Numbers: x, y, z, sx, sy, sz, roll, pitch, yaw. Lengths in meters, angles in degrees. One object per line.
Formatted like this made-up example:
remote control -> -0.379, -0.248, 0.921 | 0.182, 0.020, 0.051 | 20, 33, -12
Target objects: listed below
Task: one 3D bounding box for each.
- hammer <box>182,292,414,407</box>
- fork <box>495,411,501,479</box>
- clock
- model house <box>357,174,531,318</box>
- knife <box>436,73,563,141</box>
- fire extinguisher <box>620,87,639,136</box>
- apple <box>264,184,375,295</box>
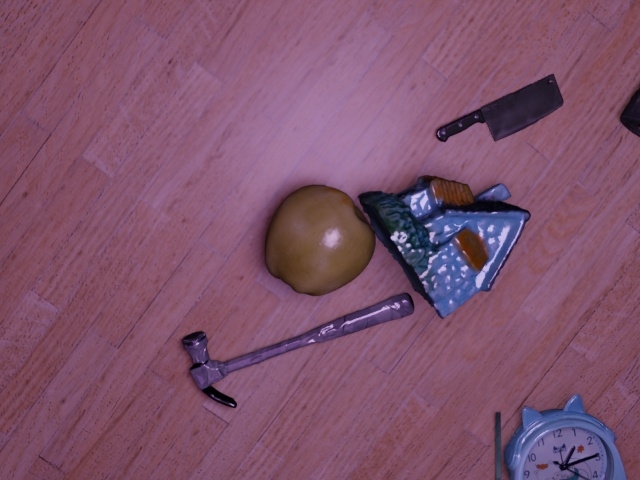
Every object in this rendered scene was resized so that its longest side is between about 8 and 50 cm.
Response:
hammer -> -0.032, 0.175, 1.433 | 0.427, 0.044, 0.152 | -21, 101, -2
fork -> 0.346, 0.442, 1.521 | 0.039, 0.021, 0.235 | -4, 97, -9
clock -> 0.460, 0.427, 1.494 | 0.224, 0.094, 0.274 | -12, 97, -4
model house -> 0.223, -0.034, 1.314 | 0.241, 0.261, 0.226 | -31, 101, 1
knife -> 0.327, -0.221, 1.420 | 0.245, 0.019, 0.072 | -24, 101, -3
fire extinguisher -> 0.700, -0.340, 1.409 | 0.200, 0.113, 0.376 | 24, 99, -51
apple -> 0.000, 0.000, 1.342 | 0.200, 0.200, 0.200 | -1, 99, -5
